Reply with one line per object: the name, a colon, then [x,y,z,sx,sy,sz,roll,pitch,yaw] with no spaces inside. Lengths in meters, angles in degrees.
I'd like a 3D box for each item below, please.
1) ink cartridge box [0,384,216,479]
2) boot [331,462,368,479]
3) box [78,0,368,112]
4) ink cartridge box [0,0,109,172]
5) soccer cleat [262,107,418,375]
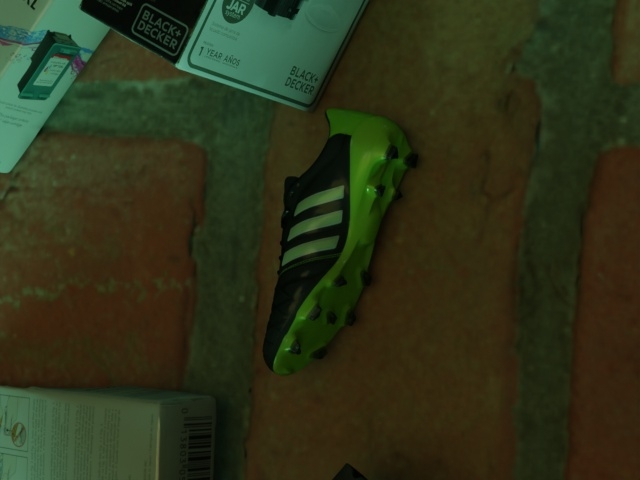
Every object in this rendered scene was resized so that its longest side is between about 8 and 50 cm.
ink cartridge box: [-0.171,0.197,0.901,0.232,0.066,0.189,-1,86,47]
boot: [-0.003,0.401,0.677,0.367,0.146,0.445,37,82,35]
box: [-0.010,-0.236,0.776,0.087,0.169,0.290,33,102,26]
ink cartridge box: [-0.228,-0.180,0.925,0.134,0.078,0.231,43,104,22]
soccer cleat: [0.000,0.000,0.820,0.072,0.060,0.179,25,91,35]
